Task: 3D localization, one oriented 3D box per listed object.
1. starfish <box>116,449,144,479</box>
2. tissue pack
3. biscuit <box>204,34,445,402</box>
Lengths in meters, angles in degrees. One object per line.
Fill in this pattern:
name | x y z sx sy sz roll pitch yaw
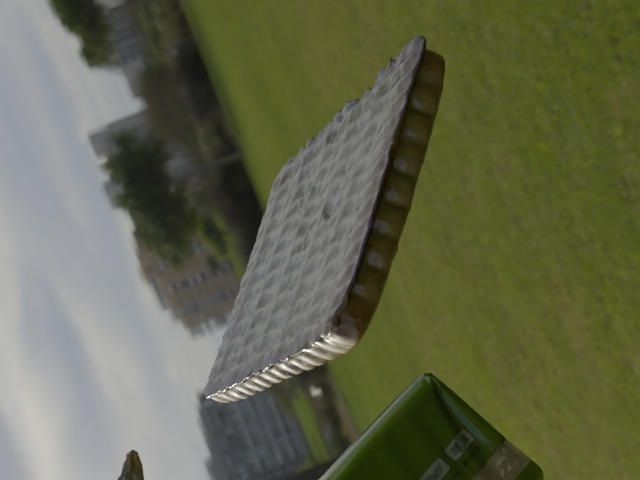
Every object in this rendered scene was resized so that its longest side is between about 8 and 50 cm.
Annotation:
starfish | -0.065 0.113 0.447 0.016 0.086 0.092 101 170 -74
tissue pack | 0.052 0.293 1.329 0.167 0.274 0.200 40 155 9
biscuit | 0.000 0.000 0.807 0.254 0.029 0.172 -36 33 66
